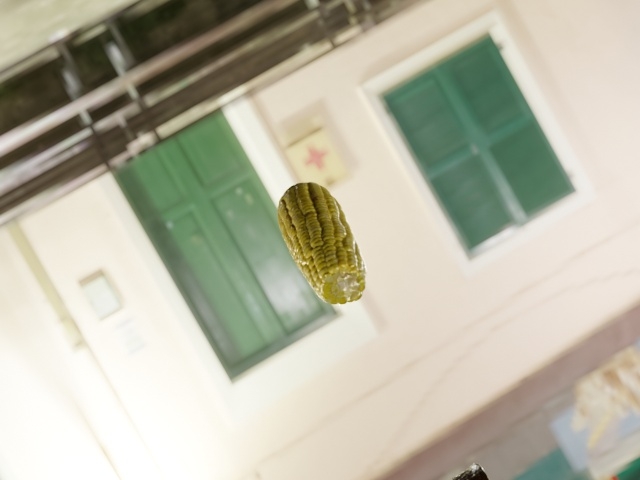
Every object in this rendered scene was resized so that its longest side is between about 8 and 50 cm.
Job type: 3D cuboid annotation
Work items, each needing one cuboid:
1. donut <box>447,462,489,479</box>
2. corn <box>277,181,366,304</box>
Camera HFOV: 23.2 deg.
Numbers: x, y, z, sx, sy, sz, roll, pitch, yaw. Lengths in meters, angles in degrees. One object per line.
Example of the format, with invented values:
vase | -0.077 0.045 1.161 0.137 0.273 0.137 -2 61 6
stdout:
donut | 0.219 0.411 2.295 0.085 0.141 0.217 -22 156 -6
corn | 0.000 0.000 1.551 0.067 0.067 0.206 -29 -150 3
